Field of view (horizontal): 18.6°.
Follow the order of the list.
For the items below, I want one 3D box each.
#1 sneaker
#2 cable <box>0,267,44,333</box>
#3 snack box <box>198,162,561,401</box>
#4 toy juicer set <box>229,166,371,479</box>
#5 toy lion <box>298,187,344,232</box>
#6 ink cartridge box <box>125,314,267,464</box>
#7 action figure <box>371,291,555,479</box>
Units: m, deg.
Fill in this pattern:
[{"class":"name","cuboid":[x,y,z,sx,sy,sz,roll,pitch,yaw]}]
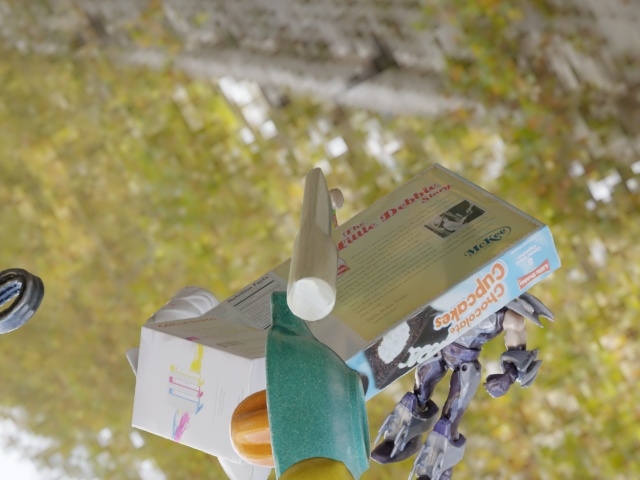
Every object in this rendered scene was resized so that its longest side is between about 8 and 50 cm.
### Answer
[{"class":"sneaker","cuboid":[-0.134,0.173,2.125,0.090,0.232,0.115,-24,-177,42]},{"class":"cable","cuboid":[-0.411,0.077,2.086,0.287,0.072,0.139,-3,-126,51]},{"class":"snack box","cuboid":[0.047,0.056,1.869,0.322,0.060,0.187,-33,-144,-17]},{"class":"toy juicer set","cuboid":[-0.018,0.121,1.230,0.090,0.329,0.209,-7,-178,5]},{"class":"toy lion","cuboid":[0.000,0.000,2.134,0.034,0.100,0.096,-11,-173,30]},{"class":"ink cartridge box","cuboid":[-0.085,0.120,1.622,0.143,0.090,0.092,14,-168,38]},{"class":"action figure","cuboid":[0.140,0.130,2.065,0.185,0.285,0.099,33,-151,31]}]
